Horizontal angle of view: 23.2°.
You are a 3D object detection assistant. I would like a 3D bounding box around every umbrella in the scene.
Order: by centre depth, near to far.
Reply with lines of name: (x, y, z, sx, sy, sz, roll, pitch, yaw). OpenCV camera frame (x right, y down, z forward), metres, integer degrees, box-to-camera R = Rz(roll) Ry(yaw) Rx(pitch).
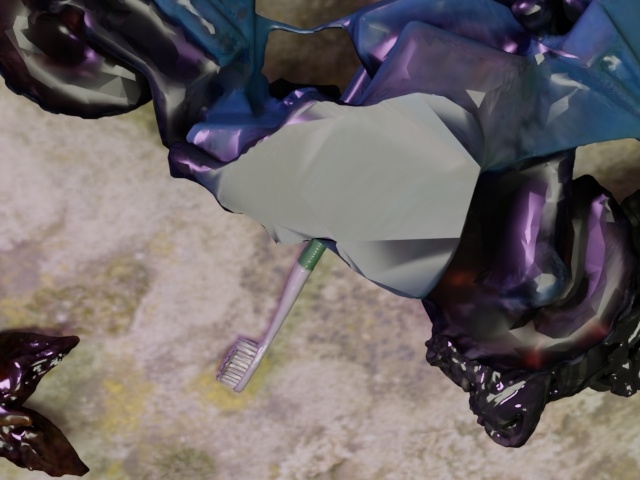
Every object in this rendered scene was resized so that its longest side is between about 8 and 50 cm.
umbrella: (0.226, 0.011, 1.017, 0.337, 0.154, 0.128, -32, 92, -13)

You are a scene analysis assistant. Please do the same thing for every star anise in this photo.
star anise: (-0.232, 0.090, 1.007, 0.212, 0.053, 0.157, 29, 113, -23)

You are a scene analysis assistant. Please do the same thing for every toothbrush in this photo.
toothbrush: (0.000, 0.000, 1.017, 0.024, 0.018, 0.257, 26, 114, -17)

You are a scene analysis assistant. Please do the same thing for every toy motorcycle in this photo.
toy motorcycle: (0.022, -0.102, 0.872, 0.416, 0.172, 0.232, 30, 99, -4)
